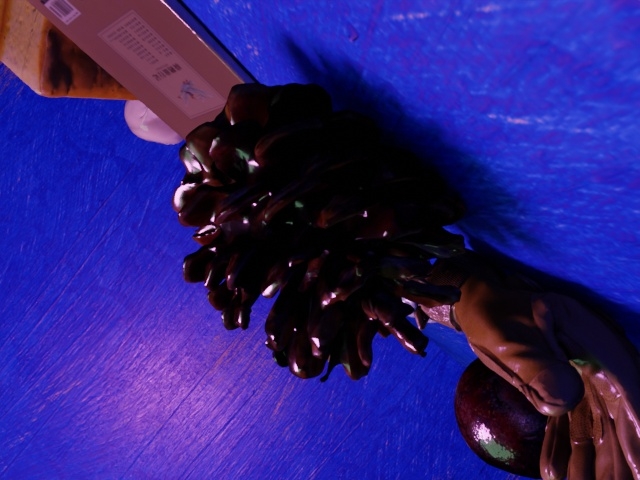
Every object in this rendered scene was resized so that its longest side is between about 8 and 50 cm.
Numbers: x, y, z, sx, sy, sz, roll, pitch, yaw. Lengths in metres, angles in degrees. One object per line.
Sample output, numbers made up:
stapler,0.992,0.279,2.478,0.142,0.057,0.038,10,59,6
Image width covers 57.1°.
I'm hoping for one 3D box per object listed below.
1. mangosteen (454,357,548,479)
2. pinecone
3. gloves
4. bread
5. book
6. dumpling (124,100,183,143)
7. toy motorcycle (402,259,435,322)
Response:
mangosteen,0.317,0.256,0.930,0.216,0.216,0.216,39,176,3
pinecone,-0.002,0.006,0.596,0.296,0.242,0.298,37,159,24
gloves,0.224,0.118,0.592,0.331,0.141,0.154,50,160,53
bread,-0.345,-0.364,0.984,0.233,0.245,0.361,35,-156,28
book,-0.213,-0.240,0.773,0.217,0.021,0.310,-4,144,45
dumpling,-0.344,-0.279,1.295,0.162,0.132,0.250,3,-172,-33
toy motorcycle,0.066,0.009,0.857,0.260,0.154,0.206,25,144,44
